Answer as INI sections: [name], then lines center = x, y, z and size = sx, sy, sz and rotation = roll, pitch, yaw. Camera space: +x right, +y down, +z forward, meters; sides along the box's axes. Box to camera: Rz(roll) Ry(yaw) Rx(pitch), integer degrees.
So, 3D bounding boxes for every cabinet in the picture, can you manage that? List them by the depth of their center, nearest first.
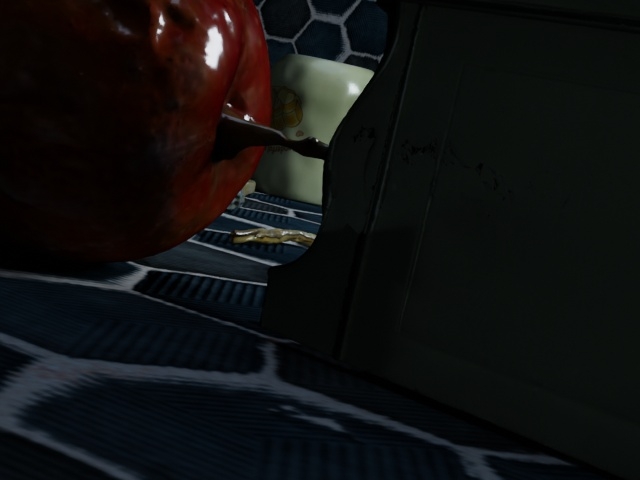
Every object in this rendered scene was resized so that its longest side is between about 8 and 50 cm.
[cabinet]
center = 0.185, -0.016, 0.609
size = 0.318, 0.227, 0.290
rotation = 18, 8, 42

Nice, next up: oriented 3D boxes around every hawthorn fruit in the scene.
[hawthorn fruit]
center = -0.114, -0.088, 0.722
size = 0.271, 0.242, 0.242
rotation = 25, 8, 12

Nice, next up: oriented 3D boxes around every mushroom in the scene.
[mushroom]
center = 0.005, 0.000, 1.122
size = 0.028, 0.026, 0.286
rotation = -3, -1, 31

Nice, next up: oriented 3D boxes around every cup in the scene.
[cup]
center = -0.010, -0.164, 1.775
size = 0.173, 0.202, 0.255
rotation = 11, 5, -7

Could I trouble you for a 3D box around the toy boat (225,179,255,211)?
[toy boat]
center = -0.181, -0.078, 1.009
size = 0.162, 0.136, 0.445
rotation = 11, 9, 30
